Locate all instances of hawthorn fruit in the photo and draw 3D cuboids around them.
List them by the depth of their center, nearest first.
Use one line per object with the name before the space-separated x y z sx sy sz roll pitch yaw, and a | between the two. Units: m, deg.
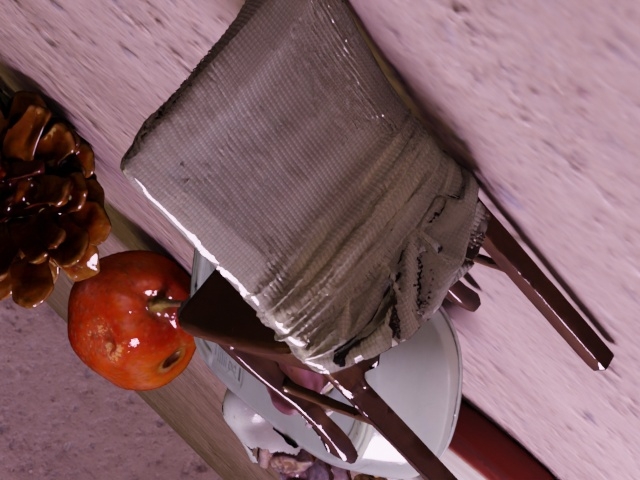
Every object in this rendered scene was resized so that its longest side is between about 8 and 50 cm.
hawthorn fruit | -0.188 0.079 1.906 0.165 0.165 0.285 45 158 -8

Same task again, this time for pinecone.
pinecone | -0.321 -0.043 1.742 0.201 0.202 0.229 -168 52 -84

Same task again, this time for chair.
chair | 0.000 0.000 0.958 0.319 0.160 0.186 47 166 -28

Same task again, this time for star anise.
star anise | -0.041 0.216 1.949 0.230 0.081 0.262 65 -171 26

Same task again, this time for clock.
clock | 0.135 0.232 1.505 0.318 0.080 0.318 41 168 10

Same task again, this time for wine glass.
wine glass | -0.077 0.140 1.772 0.079 0.079 0.195 25 145 56

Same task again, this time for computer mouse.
computer mouse | 0.006 0.066 1.265 0.288 0.097 0.160 33 125 50

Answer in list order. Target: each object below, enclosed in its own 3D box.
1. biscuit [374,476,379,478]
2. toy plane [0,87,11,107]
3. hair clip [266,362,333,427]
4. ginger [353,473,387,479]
biscuit | 0.017 0.183 1.828 0.144 0.033 0.224 43 167 26
toy plane | -0.358 -0.151 1.877 0.102 0.040 0.111 37 166 22
hair clip | -0.013 0.041 1.169 0.146 0.056 0.187 64 151 25
ginger | 0.167 0.335 1.694 0.333 0.081 0.148 42 -167 6
